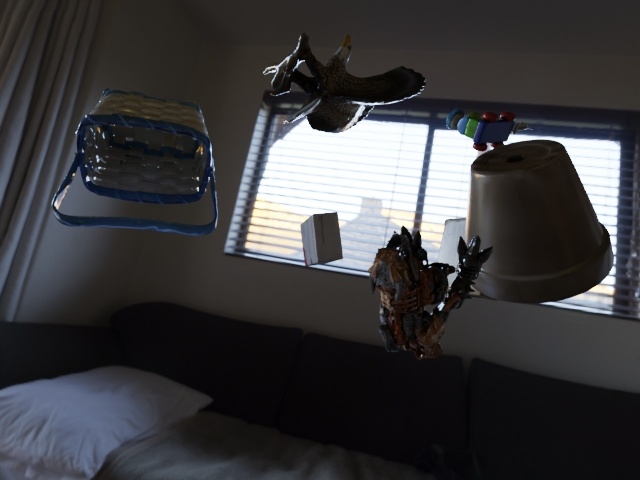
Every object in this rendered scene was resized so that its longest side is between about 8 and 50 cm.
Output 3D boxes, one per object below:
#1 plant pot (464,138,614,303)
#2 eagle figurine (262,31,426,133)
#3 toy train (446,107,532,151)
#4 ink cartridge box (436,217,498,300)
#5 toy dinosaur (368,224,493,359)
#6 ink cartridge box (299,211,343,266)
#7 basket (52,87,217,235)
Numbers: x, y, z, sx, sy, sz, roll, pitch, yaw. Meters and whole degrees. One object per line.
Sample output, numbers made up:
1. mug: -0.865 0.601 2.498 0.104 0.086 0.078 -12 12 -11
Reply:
1. plant pot: 0.466 -0.063 0.944 0.323 0.323 0.281 0 -57 39
2. eagle figurine: 0.052 -0.330 0.902 0.298 0.225 0.226 19 29 -30
3. toy train: 0.499 -0.342 1.229 0.247 0.105 0.143 -13 38 -34
4. ink cartridge box: 0.456 0.052 1.261 0.088 0.235 0.193 16 -7 -28
5. toy dinosaur: 0.153 0.096 0.675 0.164 0.218 0.322 23 -30 17
6. ink cartridge box: 0.000 0.000 0.969 0.063 0.109 0.150 -5 -5 -14
7. basket: -0.316 -0.134 0.766 0.254 0.289 0.201 7 -43 -17
